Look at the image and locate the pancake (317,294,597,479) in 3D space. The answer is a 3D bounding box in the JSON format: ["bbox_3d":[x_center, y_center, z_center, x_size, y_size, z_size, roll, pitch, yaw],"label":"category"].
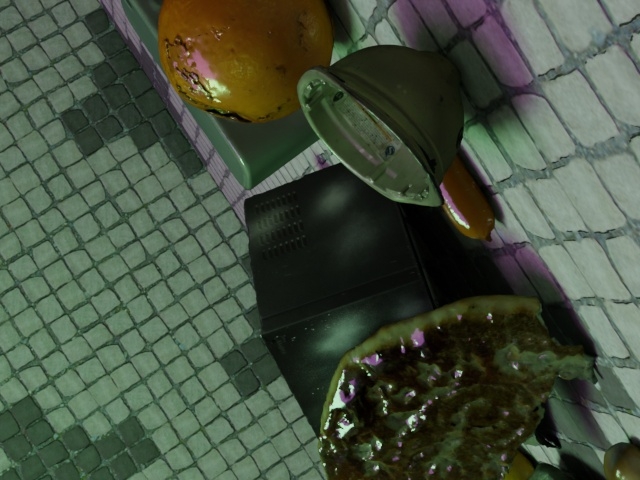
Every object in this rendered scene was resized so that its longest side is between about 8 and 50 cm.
[{"bbox_3d":[0.169,0.212,1.332,0.067,0.305,0.427,-74,6,-54],"label":"pancake"}]

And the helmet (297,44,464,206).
[{"bbox_3d":[0.094,-0.147,1.095,0.204,0.137,0.257,48,171,-19],"label":"helmet"}]

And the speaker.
[{"bbox_3d":[-0.159,-0.305,1.671,0.406,0.184,0.183,55,169,8],"label":"speaker"}]

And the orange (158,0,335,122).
[{"bbox_3d":[-0.098,-0.281,1.349,0.246,0.246,0.246,54,170,15],"label":"orange"}]

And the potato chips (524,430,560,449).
[{"bbox_3d":[0.319,0.285,1.609,0.167,0.059,0.228,50,164,4],"label":"potato chips"}]

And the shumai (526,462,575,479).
[{"bbox_3d":[0.360,0.578,1.570,0.324,0.323,0.397,49,168,46],"label":"shumai"}]

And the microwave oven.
[{"bbox_3d":[0.070,0.133,1.567,0.374,0.236,0.432,-102,-9,-50],"label":"microwave oven"}]

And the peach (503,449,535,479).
[{"bbox_3d":[0.358,0.463,1.837,0.179,0.103,0.179,53,166,19],"label":"peach"}]

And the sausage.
[{"bbox_3d":[0.163,-0.075,1.242,0.062,0.054,0.183,-30,91,52],"label":"sausage"}]

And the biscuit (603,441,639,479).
[{"bbox_3d":[0.470,0.407,1.260,0.291,0.062,0.237,46,166,40],"label":"biscuit"}]
